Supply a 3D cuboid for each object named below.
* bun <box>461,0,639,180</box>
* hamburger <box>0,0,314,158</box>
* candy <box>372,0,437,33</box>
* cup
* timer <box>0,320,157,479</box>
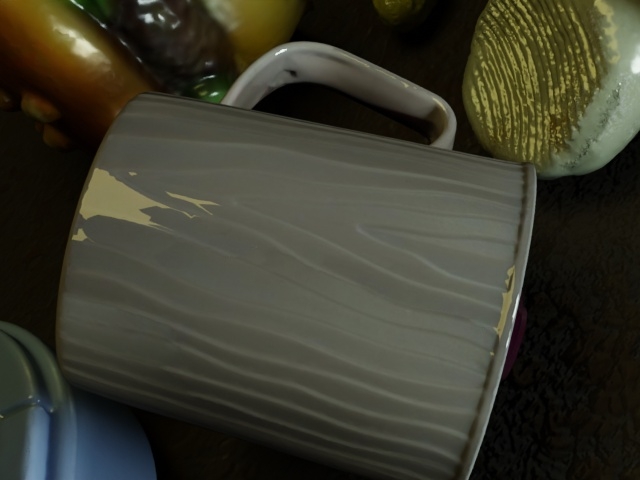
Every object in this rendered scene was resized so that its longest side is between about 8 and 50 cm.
[{"bbox_3d":[0.194,-0.129,0.846,0.183,0.102,0.183,-12,76,57],"label":"bun"},{"bbox_3d":[-0.236,-0.250,1.062,0.277,0.396,0.395,-49,43,-6],"label":"hamburger"},{"bbox_3d":[0.082,-0.282,1.062,0.094,0.106,0.199,-4,59,11],"label":"candy"},{"bbox_3d":[-0.001,-0.001,0.717,0.273,0.208,0.288,13,85,4],"label":"cup"},{"bbox_3d":[-0.298,0.232,0.866,0.395,0.173,0.395,-21,47,24],"label":"timer"}]
